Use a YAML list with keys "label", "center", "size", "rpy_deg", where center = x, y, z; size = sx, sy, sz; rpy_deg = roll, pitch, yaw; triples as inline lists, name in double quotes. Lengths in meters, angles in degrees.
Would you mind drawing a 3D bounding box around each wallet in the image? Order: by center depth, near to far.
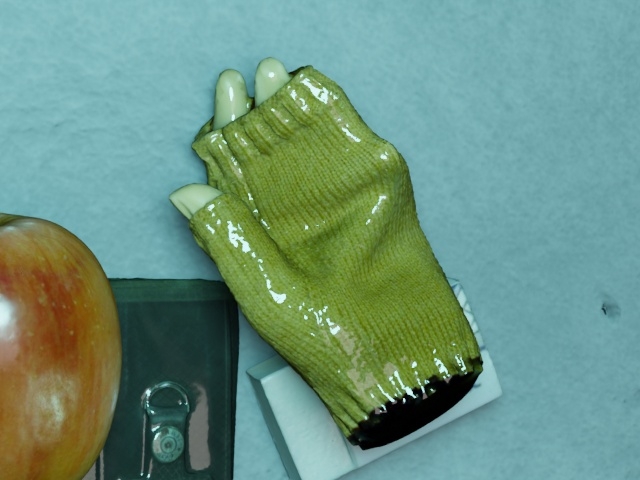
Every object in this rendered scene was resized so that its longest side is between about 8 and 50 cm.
- label: "wallet"
  center: [-0.152, 0.156, 1.583]
  size: [0.169, 0.052, 0.245]
  rpy_deg: [1, 96, -24]

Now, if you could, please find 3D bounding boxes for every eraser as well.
- label: "eraser"
  center: [0.051, 0.131, 1.640]
  size: [0.210, 0.068, 0.124]
  rpy_deg: [-25, 105, -14]

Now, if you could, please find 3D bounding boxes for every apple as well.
- label: "apple"
  center: [-0.283, 0.100, 1.426]
  size: [0.242, 0.242, 0.241]
  rpy_deg: [-4, 102, -19]

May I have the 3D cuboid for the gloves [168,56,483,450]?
- label: "gloves"
  center: [0.000, 0.009, 1.540]
  size: [0.203, 0.155, 0.356]
  rpy_deg: [-27, 91, -17]
